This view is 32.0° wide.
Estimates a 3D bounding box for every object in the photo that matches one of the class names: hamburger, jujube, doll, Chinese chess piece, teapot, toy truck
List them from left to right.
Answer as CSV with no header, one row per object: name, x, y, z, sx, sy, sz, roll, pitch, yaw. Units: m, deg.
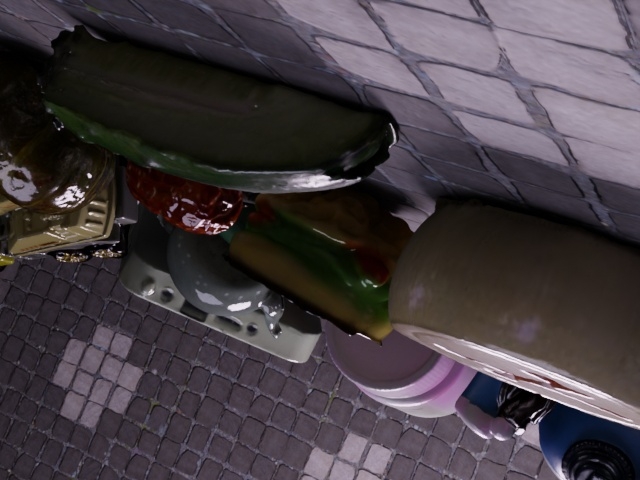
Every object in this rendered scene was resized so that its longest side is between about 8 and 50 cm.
toy truck,-0.506,-0.056,1.854,0.405,0.180,0.254,-8,165,26
jujube,-0.183,-0.074,1.482,0.176,0.109,0.112,28,142,36
teapot,-0.154,0.030,1.788,0.294,0.193,0.129,43,146,3
hamburger,0.018,0.012,1.280,0.237,0.149,0.237,30,179,1
Chinese chess piece,0.234,0.079,1.112,0.338,0.140,0.338,22,174,2
doll,0.370,0.226,1.506,0.310,0.240,0.284,35,-143,13

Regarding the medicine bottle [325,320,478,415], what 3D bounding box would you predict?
medicine bottle,0.149,0.173,1.837,0.219,0.219,0.388,20,174,19

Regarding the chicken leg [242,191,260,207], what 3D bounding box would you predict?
chicken leg,-0.158,-0.078,1.586,0.253,0.051,0.106,17,167,23

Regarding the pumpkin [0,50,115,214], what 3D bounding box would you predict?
pumpkin,-0.332,-0.134,1.301,0.219,0.162,0.219,45,-174,-6

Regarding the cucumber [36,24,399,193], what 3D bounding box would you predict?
cucumber,-0.084,-0.094,0.976,0.325,0.105,0.145,16,171,26

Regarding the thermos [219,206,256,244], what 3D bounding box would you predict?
thermos,-0.111,-0.010,1.703,0.188,0.073,0.083,41,-145,2

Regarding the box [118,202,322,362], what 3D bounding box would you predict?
box,-0.182,0.062,2.050,0.367,0.090,0.373,24,-160,-13
